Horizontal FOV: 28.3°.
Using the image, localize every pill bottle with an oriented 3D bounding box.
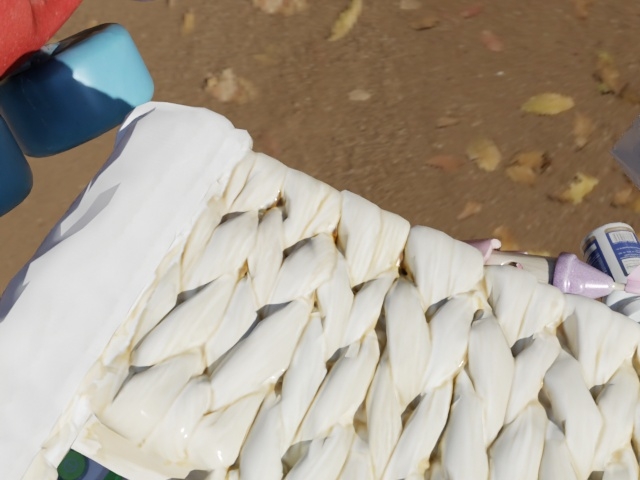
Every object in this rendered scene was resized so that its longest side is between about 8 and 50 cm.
[{"bbox_3d":[0.343,0.044,1.436,0.067,0.067,0.120,-31,49,19],"label":"pill bottle"}]

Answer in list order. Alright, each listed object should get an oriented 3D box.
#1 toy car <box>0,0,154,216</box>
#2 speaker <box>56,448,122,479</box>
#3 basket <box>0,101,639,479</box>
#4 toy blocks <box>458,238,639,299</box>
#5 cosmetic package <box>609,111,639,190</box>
[{"bbox_3d":[-0.102,-0.144,0.490,0.238,0.210,0.219,-16,109,29],"label":"toy car"},{"bbox_3d":[-0.167,0.187,0.824,0.131,0.131,0.296,32,76,9],"label":"speaker"},{"bbox_3d":[-0.017,0.204,0.413,0.266,0.328,0.331,22,142,5],"label":"basket"},{"bbox_3d":[0.148,0.133,1.175,0.260,0.309,0.289,9,84,25],"label":"toy blocks"},{"bbox_3d":[0.459,-0.191,1.146,0.377,0.284,0.097,-36,83,-5],"label":"cosmetic package"}]
